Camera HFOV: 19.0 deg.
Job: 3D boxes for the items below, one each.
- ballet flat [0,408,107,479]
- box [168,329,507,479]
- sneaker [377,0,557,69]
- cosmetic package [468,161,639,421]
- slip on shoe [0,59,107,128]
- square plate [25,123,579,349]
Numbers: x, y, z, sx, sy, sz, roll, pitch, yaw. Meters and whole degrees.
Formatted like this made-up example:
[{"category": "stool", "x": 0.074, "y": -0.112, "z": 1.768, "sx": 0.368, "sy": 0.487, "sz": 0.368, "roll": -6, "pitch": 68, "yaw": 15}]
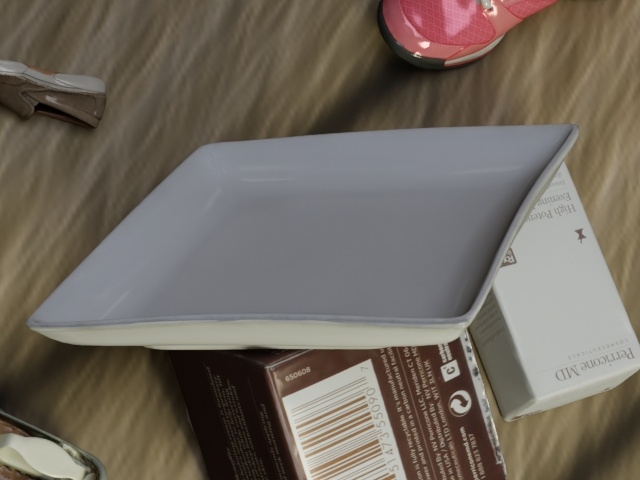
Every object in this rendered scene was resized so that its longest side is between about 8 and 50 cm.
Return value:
[{"category": "ballet flat", "x": -0.263, "y": 0.154, "z": 1.499, "sx": 0.213, "sy": 0.068, "sz": 0.072, "roll": 25, "pitch": 65, "yaw": -7}, {"category": "box", "x": 0.009, "y": 0.127, "z": 1.492, "sx": 0.167, "sy": 0.203, "sz": 0.169, "roll": -23, "pitch": 105, "yaw": -23}, {"category": "sneaker", "x": 0.188, "y": -0.265, "z": 1.757, "sx": 0.313, "sy": 0.136, "sz": 0.116, "roll": -27, "pitch": 79, "yaw": -24}, {"category": "cosmetic package", "x": 0.182, "y": 0.029, "z": 1.676, "sx": 0.117, "sy": 0.085, "sz": 0.231, "roll": -16, "pitch": 75, "yaw": -21}, {"category": "slip on shoe", "x": -0.249, "y": -0.124, "z": 1.621, "sx": 0.135, "sy": 0.051, "sz": 0.041, "roll": 9, "pitch": 80, "yaw": -21}, {"category": "square plate", "x": 0.000, "y": 0.000, "z": 1.475, "sx": 0.347, "sy": 0.344, "sz": 0.049, "roll": -52, "pitch": 135, "yaw": -57}]
